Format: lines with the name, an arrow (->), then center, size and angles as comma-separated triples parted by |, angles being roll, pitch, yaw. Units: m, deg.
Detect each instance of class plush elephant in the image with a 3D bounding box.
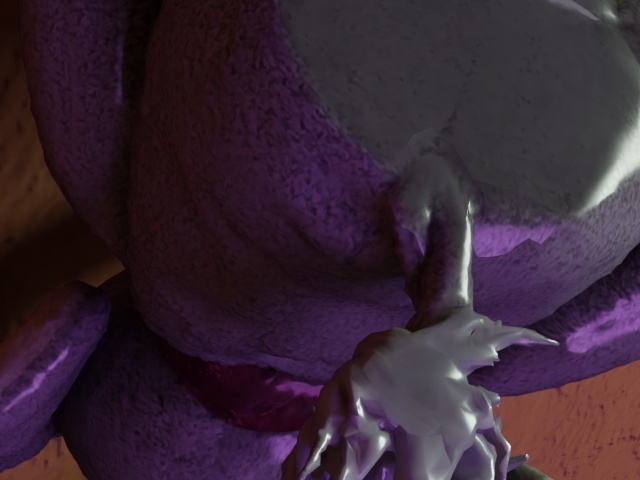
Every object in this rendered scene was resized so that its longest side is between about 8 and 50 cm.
plush elephant -> 0.000, 0.000, 0.519 | 0.272, 0.255, 0.330 | 26, 54, -14
